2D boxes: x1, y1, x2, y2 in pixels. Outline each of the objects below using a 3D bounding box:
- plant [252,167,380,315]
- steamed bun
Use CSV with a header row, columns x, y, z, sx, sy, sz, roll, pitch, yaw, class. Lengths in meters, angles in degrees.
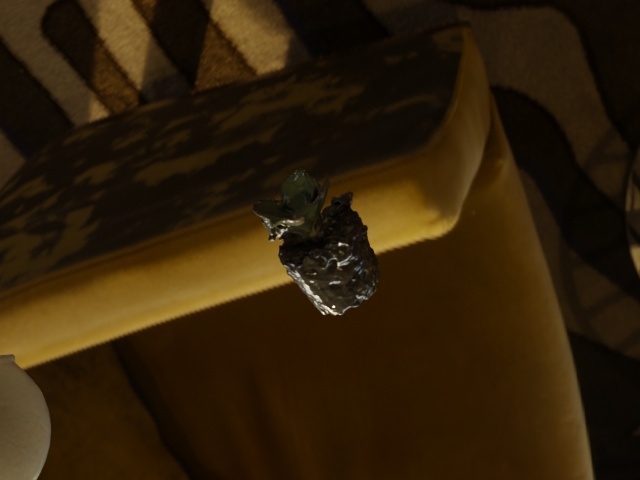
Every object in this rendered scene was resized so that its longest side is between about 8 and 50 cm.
x,y,z,sx,sy,sz,roll,pitch,yaw,class
0.000,0.000,1.584,0.142,0.131,0.203,-16,124,14,plant
-0.383,0.215,1.076,0.146,0.241,0.164,-35,71,37,steamed bun
